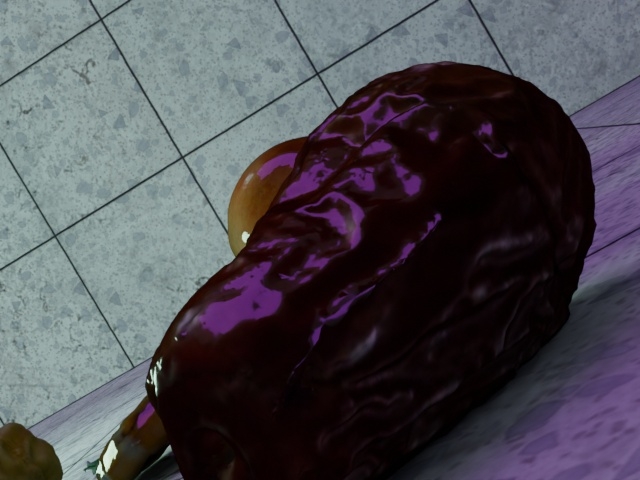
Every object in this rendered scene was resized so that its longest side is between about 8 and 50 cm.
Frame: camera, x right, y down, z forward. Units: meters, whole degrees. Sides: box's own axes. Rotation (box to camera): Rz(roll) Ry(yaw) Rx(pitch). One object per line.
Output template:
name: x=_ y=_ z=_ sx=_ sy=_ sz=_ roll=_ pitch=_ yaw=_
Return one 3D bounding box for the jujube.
jujube: x=0.036 y=0.028 z=0.540 sx=0.216 sy=0.216 sz=0.342 roll=-28 pitch=15 yaw=46

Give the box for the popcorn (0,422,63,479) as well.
popcorn: x=-0.227 y=0.199 z=0.561 sx=0.142 sy=0.174 sz=0.173 roll=-21 pitch=6 yaw=25

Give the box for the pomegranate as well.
pomegranate: x=-0.013 y=-0.005 z=1.225 sx=0.270 sy=0.252 sz=0.229 roll=-53 pitch=0 yaw=-19

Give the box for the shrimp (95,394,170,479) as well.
shrimp: x=-0.153 y=0.194 z=0.956 sx=0.152 sy=0.063 sz=0.287 roll=-53 pitch=-10 yaw=7

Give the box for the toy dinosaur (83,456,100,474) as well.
toy dinosaur: x=-0.247 y=0.263 z=1.066 sx=0.062 sy=0.021 sz=0.083 roll=-18 pitch=0 yaw=-5
